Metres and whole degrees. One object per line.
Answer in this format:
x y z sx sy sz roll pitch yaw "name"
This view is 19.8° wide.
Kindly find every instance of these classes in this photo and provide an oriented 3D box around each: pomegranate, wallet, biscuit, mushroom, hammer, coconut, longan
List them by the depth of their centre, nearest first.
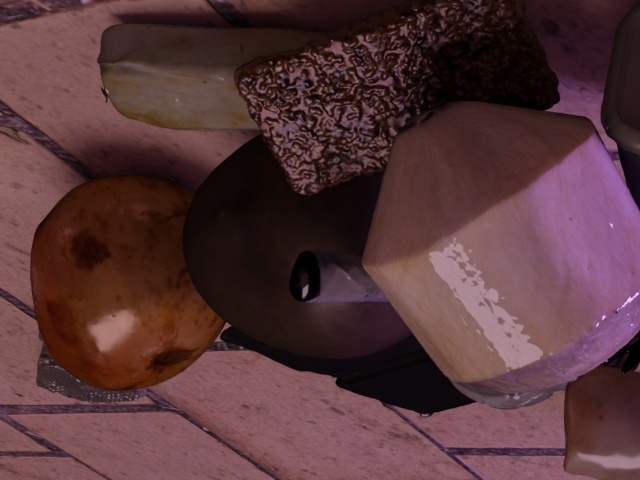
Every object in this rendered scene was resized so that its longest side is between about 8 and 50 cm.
0.135 -0.003 1.355 0.202 0.202 0.222 -18 108 49 "coconut"
0.059 -0.117 1.401 0.231 0.025 0.131 -20 122 17 "biscuit"
-0.032 -0.128 1.494 0.312 0.081 0.100 4 136 20 "mushroom"
0.155 0.030 1.520 0.427 0.152 0.044 7 -155 -36 "hammer"
0.000 0.000 1.588 0.246 0.215 0.246 -5 145 -3 "longan"
0.383 0.183 1.726 0.290 0.292 0.292 15 158 26 "mushroom"
-0.191 0.033 1.782 0.215 0.215 0.215 11 155 5 "pomegranate"
0.073 0.129 2.035 0.323 0.041 0.247 25 154 -30 "wallet"
-0.278 0.145 2.246 0.147 0.046 0.250 15 155 -4 "biscuit"

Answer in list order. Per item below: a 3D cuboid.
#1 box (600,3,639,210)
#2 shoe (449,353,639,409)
0.352 -0.080 1.354 0.274 0.138 0.178 10 161 14 "box"
0.203 0.103 1.834 0.227 0.099 0.125 -12 154 34 "shoe"
